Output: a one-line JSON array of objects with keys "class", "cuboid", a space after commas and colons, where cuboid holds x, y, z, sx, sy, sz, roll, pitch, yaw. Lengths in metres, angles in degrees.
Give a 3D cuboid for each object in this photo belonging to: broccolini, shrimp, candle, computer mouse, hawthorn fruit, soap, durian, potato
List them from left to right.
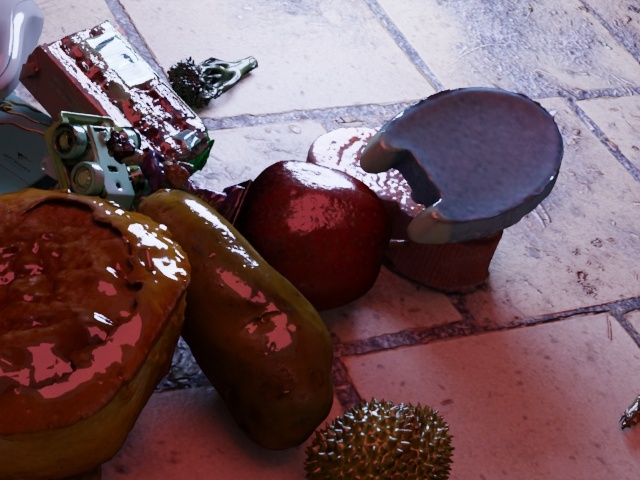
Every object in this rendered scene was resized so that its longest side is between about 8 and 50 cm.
[{"class": "computer mouse", "cuboid": [-0.515, -0.305, 2.034, 0.184, 0.121, 0.297, 7, 32, 7]}, {"class": "soap", "cuboid": [-0.290, -0.192, 1.977, 0.273, 0.098, 0.218, 48, 43, 7]}, {"class": "broccolini", "cuboid": [-0.172, -0.259, 2.214, 0.091, 0.068, 0.202, 49, 31, 15]}, {"class": "potato", "cuboid": [-0.107, 0.083, 1.672, 0.369, 0.176, 0.195, 53, 22, 16]}, {"class": "hawthorn fruit", "cuboid": [0.000, 0.000, 1.853, 0.249, 0.215, 0.215, 9, 39, -18]}, {"class": "durian", "cuboid": [0.080, 0.263, 1.603, 0.198, 0.146, 0.159, -18, 53, -31]}, {"class": "candle", "cuboid": [0.142, -0.076, 2.047, 0.317, 0.131, 0.287, 29, 37, 11]}, {"class": "shrimp", "cuboid": [0.458, 0.246, 1.869, 0.083, 0.023, 0.114, 42, 41, 23]}]

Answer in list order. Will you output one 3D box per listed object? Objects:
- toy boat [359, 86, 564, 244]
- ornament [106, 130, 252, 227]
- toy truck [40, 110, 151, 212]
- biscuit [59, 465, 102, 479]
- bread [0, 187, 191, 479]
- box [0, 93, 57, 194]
[{"class": "toy boat", "cuboid": [0.202, -0.100, 1.938, 0.330, 0.123, 0.215, -28, 74, -36]}, {"class": "ornament", "cuboid": [-0.199, -0.073, 1.793, 0.203, 0.088, 0.081, 24, 68, -29]}, {"class": "toy truck", "cuboid": [-0.293, -0.031, 1.808, 0.128, 0.135, 0.259, 1, 61, -56]}, {"class": "biscuit", "cuboid": [-0.327, 0.219, 1.577, 0.202, 0.044, 0.289, 6, 42, -6]}, {"class": "bread", "cuboid": [-0.313, 0.106, 1.507, 0.337, 0.204, 0.358, 10, 44, 22]}, {"class": "box", "cuboid": [-0.455, -0.117, 1.926, 0.162, 0.041, 0.229, 31, 40, 13]}]
